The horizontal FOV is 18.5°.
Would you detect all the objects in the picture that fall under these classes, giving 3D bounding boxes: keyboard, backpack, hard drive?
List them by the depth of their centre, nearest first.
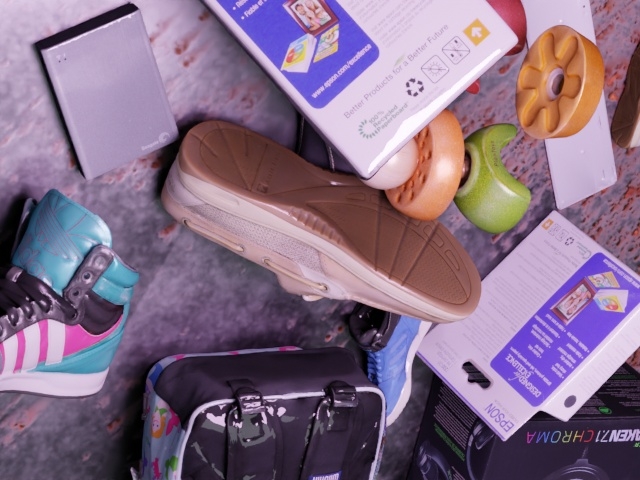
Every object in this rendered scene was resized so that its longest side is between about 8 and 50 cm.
[{"bbox_3d":[-0.185,-0.129,1.717,0.094,0.022,0.135,-26,125,-15],"label":"hard drive"},{"bbox_3d":[-0.065,0.227,1.869,0.225,0.191,0.253,-4,110,-24],"label":"backpack"},{"bbox_3d":[0.248,-0.148,1.954,0.072,0.014,0.256,-22,124,-11],"label":"keyboard"}]

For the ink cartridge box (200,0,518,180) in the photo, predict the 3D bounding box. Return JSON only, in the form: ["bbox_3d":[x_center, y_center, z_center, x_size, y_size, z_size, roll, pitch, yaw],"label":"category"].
[{"bbox_3d":[-0.022,-0.244,1.645,0.176,0.069,0.371,-42,93,-3],"label":"ink cartridge box"}]

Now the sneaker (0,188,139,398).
[{"bbox_3d":[-0.258,0.043,1.676,0.295,0.124,0.178,3,114,-59],"label":"sneaker"}]

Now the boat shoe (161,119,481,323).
[{"bbox_3d":[0.000,0.000,1.777,0.302,0.109,0.098,26,135,-4],"label":"boat shoe"}]

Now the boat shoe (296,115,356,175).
[{"bbox_3d":[-0.002,-0.041,1.833,0.065,0.075,0.206,-21,128,-22],"label":"boat shoe"}]

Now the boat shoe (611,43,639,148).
[{"bbox_3d":[0.336,-0.155,1.977,0.045,0.050,0.135,0,125,-33],"label":"boat shoe"}]

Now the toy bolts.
[{"bbox_3d":[0.117,-0.152,1.739,0.158,0.228,0.218,11,140,-29],"label":"toy bolts"}]

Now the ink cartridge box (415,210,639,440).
[{"bbox_3d":[0.216,0.089,1.941,0.208,0.206,0.045,-44,124,0],"label":"ink cartridge box"}]

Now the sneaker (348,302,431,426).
[{"bbox_3d":[0.055,0.112,1.954,0.085,0.058,0.152,12,105,-39],"label":"sneaker"}]

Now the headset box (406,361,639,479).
[{"bbox_3d":[0.222,0.279,2.093,0.246,0.131,0.283,3,115,-29],"label":"headset box"}]
